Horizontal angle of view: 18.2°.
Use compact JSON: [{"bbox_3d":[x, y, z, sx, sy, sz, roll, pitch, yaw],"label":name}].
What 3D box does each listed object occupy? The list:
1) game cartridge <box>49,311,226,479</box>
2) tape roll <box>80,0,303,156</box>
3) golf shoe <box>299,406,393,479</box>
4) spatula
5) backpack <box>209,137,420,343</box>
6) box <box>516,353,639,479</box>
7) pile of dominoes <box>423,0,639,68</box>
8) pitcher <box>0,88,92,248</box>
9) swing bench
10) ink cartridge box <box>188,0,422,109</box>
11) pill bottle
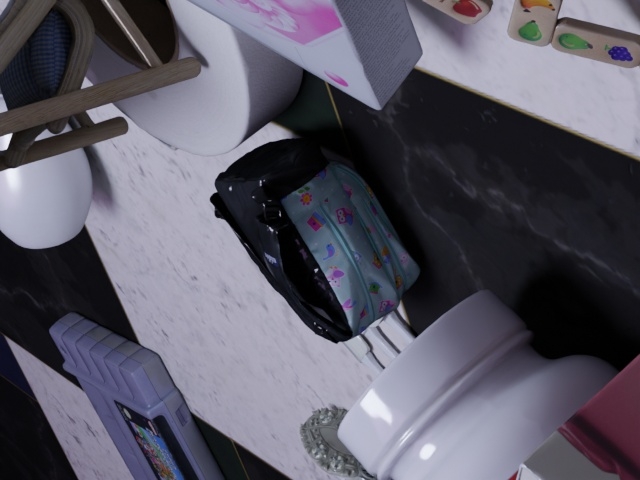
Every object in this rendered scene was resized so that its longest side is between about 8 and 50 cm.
[{"bbox_3d":[-0.220,0.270,2.648,0.230,0.068,0.355,26,147,54],"label":"game cartridge"},{"bbox_3d":[-0.168,-0.248,1.746,0.392,0.072,0.392,41,156,23],"label":"tape roll"},{"bbox_3d":[0.048,0.246,2.095,0.176,0.069,0.086,36,159,35],"label":"golf shoe"},{"bbox_3d":[0.077,0.120,1.907,0.242,0.019,0.168,48,156,10],"label":"spatula"},{"bbox_3d":[0.000,0.000,1.747,0.182,0.115,0.152,56,169,-14],"label":"backpack"},{"bbox_3d":[0.257,0.150,1.328,0.148,0.232,0.127,41,156,23],"label":"box"},{"bbox_3d":[0.143,-0.176,1.175,0.196,0.040,0.251,13,151,4],"label":"pile of dominoes"},{"bbox_3d":[-0.333,-0.111,2.230,0.178,0.125,0.207,-125,21,-56],"label":"pitcher"},{"bbox_3d":[-0.276,-0.115,1.724,0.165,0.254,0.253,54,157,-6],"label":"swing bench"},{"bbox_3d":[-0.098,-0.241,1.368,0.324,0.071,0.330,32,172,19],"label":"ink cartridge box"},{"bbox_3d":[0.212,0.240,1.556,0.408,0.229,0.229,46,157,12],"label":"pill bottle"}]
